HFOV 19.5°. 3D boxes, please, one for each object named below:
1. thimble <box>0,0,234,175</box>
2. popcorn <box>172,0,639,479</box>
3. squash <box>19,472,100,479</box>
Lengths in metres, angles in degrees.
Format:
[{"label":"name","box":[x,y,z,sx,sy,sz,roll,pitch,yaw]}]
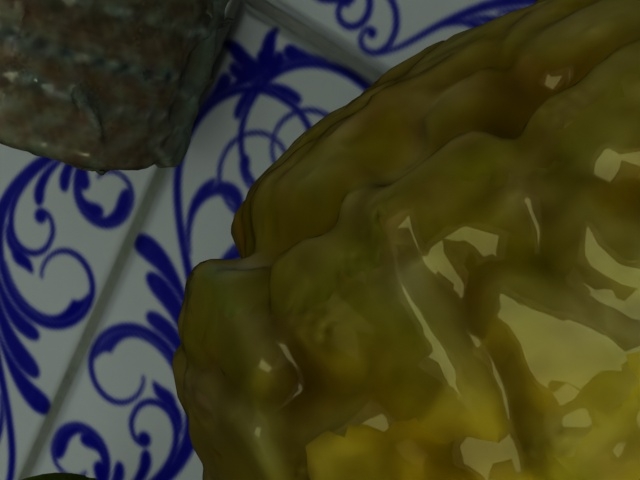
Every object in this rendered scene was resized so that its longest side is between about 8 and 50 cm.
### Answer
[{"label":"thimble","box":[-0.181,-0.143,1.137,0.229,0.196,0.148,25,105,28]},{"label":"popcorn","box":[0.117,0.067,0.886,0.390,0.354,0.344,138,114,-72]},{"label":"squash","box":[-0.143,0.247,1.133,0.041,0.219,0.219,-22,83,26]}]
